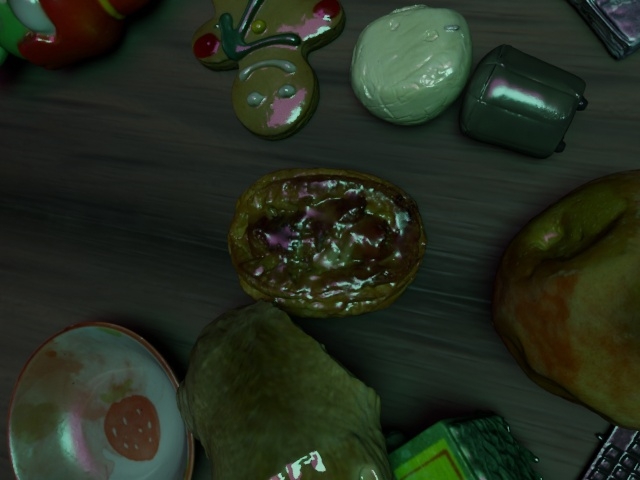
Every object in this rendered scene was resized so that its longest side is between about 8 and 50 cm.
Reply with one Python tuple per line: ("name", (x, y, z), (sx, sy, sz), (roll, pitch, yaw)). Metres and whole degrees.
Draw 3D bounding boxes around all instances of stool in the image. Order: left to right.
("stool", (0.200, -0.136, 0.508), (0.110, 0.096, 0.096), (25, 94, 12))

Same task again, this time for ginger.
("ginger", (-0.052, 0.178, 0.451), (0.275, 0.130, 0.221), (14, 64, 45))

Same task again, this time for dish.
("dish", (-0.247, 0.226, 0.618), (0.259, 0.085, 0.261), (-1, 87, 18))

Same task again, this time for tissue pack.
("tissue pack", (0.333, -0.270, 0.498), (0.156, 0.051, 0.112), (-35, 79, 11))

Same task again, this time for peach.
("peach", (0.260, 0.046, 0.410), (0.213, 0.235, 0.215), (0, 86, 6))

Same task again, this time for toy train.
("toy train", (0.129, 0.288, 0.445), (0.188, 0.159, 0.272), (-42, 55, 22))

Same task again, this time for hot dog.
("hot dog", (0.001, 0.003, 0.555), (0.226, 0.099, 0.161), (-6, 86, 13))

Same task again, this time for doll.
("doll", (-0.338, -0.312, 0.634), (0.362, 0.160, 0.183), (-11, 85, 12))

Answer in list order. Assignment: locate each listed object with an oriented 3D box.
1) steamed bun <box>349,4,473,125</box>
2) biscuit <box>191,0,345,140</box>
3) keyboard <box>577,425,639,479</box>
("steamed bun", (0.099, -0.176, 0.536), (0.129, 0.090, 0.113), (-5, 76, 29))
("biscuit", (-0.071, -0.272, 0.616), (0.196, 0.049, 0.302), (-9, 86, 17))
("keyboard", (0.272, 0.300, 0.500), (0.100, 0.018, 0.310), (31, 95, 14))
